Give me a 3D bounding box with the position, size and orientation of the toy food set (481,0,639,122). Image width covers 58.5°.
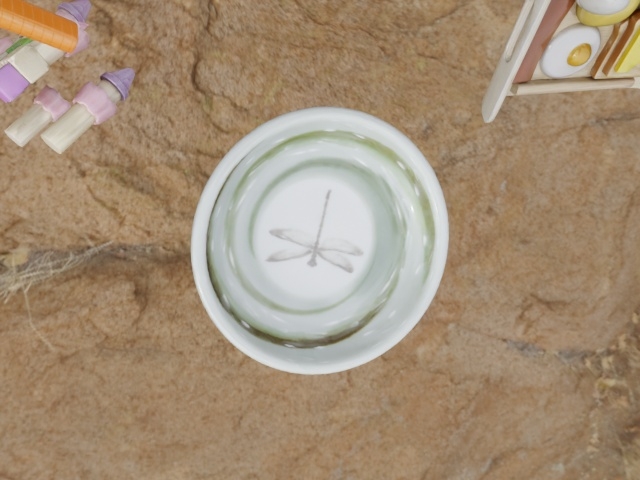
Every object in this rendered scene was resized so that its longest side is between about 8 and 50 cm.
[{"bbox_3d":[0.351,-0.237,0.644,0.306,0.092,0.219,-7,141,-17],"label":"toy food set"}]

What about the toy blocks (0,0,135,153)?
[{"bbox_3d":[-0.484,-0.345,0.963,0.260,0.289,0.309,-52,129,-20],"label":"toy blocks"}]

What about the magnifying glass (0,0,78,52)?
[{"bbox_3d":[-0.294,-0.193,0.422,0.026,0.092,0.231,-19,162,38],"label":"magnifying glass"}]

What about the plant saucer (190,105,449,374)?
[{"bbox_3d":[0.000,0.000,0.880,0.401,0.100,0.400,-4,101,-18],"label":"plant saucer"}]
